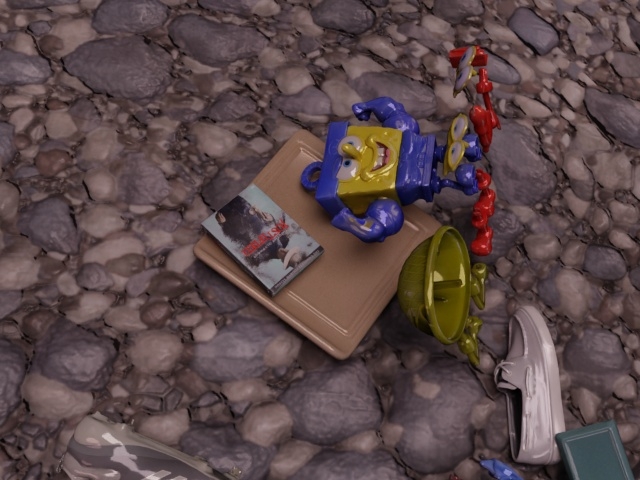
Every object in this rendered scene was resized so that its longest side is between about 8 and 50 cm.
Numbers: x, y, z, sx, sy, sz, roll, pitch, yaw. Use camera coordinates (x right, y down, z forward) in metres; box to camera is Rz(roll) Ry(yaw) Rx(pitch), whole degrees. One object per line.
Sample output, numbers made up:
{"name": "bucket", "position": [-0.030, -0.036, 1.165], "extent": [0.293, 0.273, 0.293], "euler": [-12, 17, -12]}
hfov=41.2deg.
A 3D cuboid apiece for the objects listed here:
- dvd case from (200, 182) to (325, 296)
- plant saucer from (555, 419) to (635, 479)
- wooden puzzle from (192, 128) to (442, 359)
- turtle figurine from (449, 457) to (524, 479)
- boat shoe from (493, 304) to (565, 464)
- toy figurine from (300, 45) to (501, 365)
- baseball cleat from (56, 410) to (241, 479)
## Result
{"name": "dvd case", "position": [-0.066, -0.002, 0.980], "extent": [0.119, 0.013, 0.087], "euler": [44, 62, 11]}
{"name": "plant saucer", "position": [0.311, 0.292, 0.903], "extent": [0.067, 0.018, 0.192], "euler": [-19, 76, 14]}
{"name": "wooden puzzle", "position": [0.000, 0.000, 1.027], "extent": [0.221, 0.044, 0.239], "euler": [36, 60, 7]}
{"name": "turtle figurine", "position": [0.168, 0.361, 0.807], "extent": [0.266, 0.198, 0.275], "euler": [-28, 70, -16]}
{"name": "boat shoe", "position": [0.234, 0.165, 0.984], "extent": [0.063, 0.066, 0.184], "euler": [0, 76, -11]}
{"name": "toy figurine", "position": [0.080, -0.043, 0.995], "extent": [0.217, 0.191, 0.362], "euler": [0, 66, 22]}
{"name": "baseball cleat", "position": [-0.168, 0.257, 0.873], "extent": [0.206, 0.072, 0.109], "euler": [24, 78, 6]}
